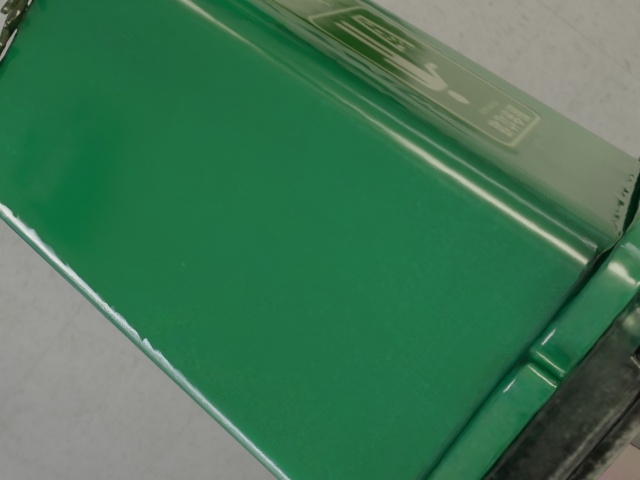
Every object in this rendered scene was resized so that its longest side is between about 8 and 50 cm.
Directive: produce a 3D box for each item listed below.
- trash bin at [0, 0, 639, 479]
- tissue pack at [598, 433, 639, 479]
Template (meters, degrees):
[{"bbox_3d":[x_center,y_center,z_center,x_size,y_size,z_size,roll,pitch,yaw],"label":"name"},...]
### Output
[{"bbox_3d":[0.000,0.000,0.682,0.381,0.259,0.295,37,113,7],"label":"trash bin"},{"bbox_3d":[0.240,0.176,1.148,0.246,0.148,0.092,30,111,7],"label":"tissue pack"}]
